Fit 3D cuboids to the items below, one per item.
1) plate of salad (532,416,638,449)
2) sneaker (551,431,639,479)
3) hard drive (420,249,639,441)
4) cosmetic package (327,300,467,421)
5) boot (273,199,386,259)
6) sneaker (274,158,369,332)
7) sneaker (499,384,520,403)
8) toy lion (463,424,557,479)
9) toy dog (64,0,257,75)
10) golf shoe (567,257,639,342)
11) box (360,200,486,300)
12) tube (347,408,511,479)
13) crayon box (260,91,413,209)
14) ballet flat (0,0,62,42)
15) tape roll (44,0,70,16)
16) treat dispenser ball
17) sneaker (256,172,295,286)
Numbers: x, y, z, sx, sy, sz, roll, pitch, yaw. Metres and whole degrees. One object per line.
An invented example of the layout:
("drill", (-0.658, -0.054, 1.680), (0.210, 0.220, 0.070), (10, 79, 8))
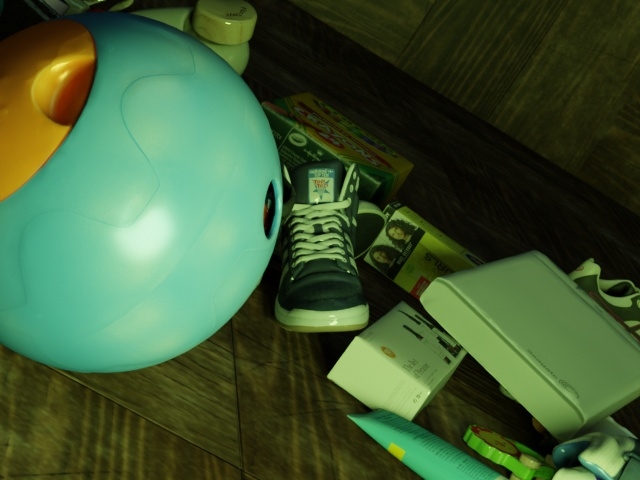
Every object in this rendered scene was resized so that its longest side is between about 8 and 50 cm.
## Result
("plate of salad", (0.322, 0.245, 2.078), (0.200, 0.048, 0.200), (31, 16, -10))
("sneaker", (0.334, 0.308, 1.779), (0.236, 0.130, 0.323), (19, 22, -15))
("hard drive", (0.274, 0.116, 2.137), (0.233, 0.047, 0.353), (44, 21, 15))
("cosmetic package", (0.088, 0.130, 1.918), (0.099, 0.060, 0.239), (34, 14, 7))
("boot", (-0.035, -0.051, 2.213), (0.176, 0.088, 0.244), (39, 18, 26))
("sneaker", (0.000, 0.000, 1.924), (0.099, 0.153, 0.282), (0, 13, -1))
("sneaker", (0.238, 0.169, 2.173), (0.032, 0.037, 0.083), (33, 15, -10))
("toy lion", (0.202, 0.228, 1.915), (0.096, 0.034, 0.100), (33, 11, 33))
("toy dog", (-0.218, -0.288, 2.365), (0.334, 0.220, 0.161), (37, 28, -2))
("golf shoe", (0.454, 0.131, 2.620), (0.273, 0.120, 0.105), (28, 13, -25))
("box", (0.165, 0.049, 2.316), (0.232, 0.087, 0.058), (37, 16, 9))
("tube", (0.124, 0.221, 1.730), (0.207, 0.052, 0.080), (33, 8, 21))
("crayon box", (0.016, -0.125, 2.578), (0.202, 0.081, 0.318), (34, 13, 6))
("ballet flat", (-0.314, -0.171, 1.764), (0.482, 0.164, 0.182), (55, -5, 15))
("tape roll", (-0.408, -0.314, 2.205), (0.189, 0.080, 0.189), (37, 4, -3))
("treat dispenser ball", (-0.174, -0.038, 1.425), (0.288, 0.288, 0.288), (31, 14, -9))
("sneaker", (-0.080, -0.026, 1.892), (0.105, 0.147, 0.296), (31, 13, -3))
